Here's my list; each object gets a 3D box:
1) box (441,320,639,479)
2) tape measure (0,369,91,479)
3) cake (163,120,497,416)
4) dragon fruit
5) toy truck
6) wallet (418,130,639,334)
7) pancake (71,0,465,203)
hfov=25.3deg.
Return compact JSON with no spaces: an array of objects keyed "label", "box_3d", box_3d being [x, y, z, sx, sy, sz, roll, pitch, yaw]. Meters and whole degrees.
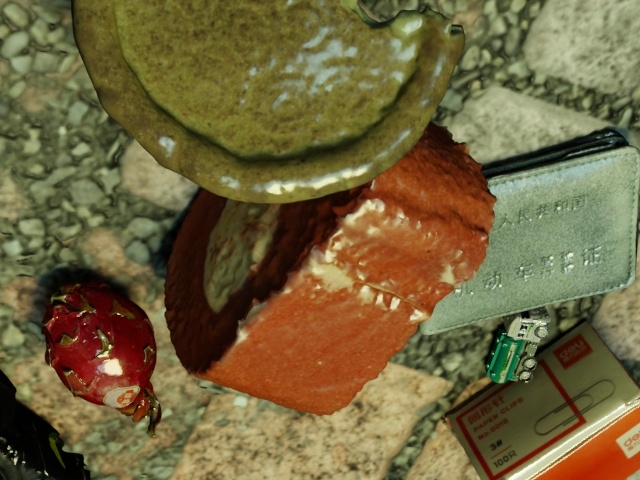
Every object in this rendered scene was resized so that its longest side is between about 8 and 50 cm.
[{"label":"box","box_3d":[0.227,0.183,1.380,0.182,0.133,0.099,-34,127,6]},{"label":"tape measure","box_3d":[-0.315,0.198,1.197,0.186,0.112,0.199,-34,125,0]},{"label":"cake","box_3d":[0.000,0.000,1.146,0.151,0.177,0.283,24,117,-32]},{"label":"dragon fruit","box_3d":[-0.169,0.111,1.213,0.094,0.094,0.190,-29,133,0]},{"label":"toy truck","box_3d":[0.189,0.099,1.370,0.044,0.039,0.083,9,121,-10]},{"label":"wallet","box_3d":[0.189,-0.004,1.299,0.222,0.036,0.167,-14,126,-11]},{"label":"pancake","box_3d":[-0.036,-0.170,1.002,0.286,0.033,0.288,11,90,-2]}]
